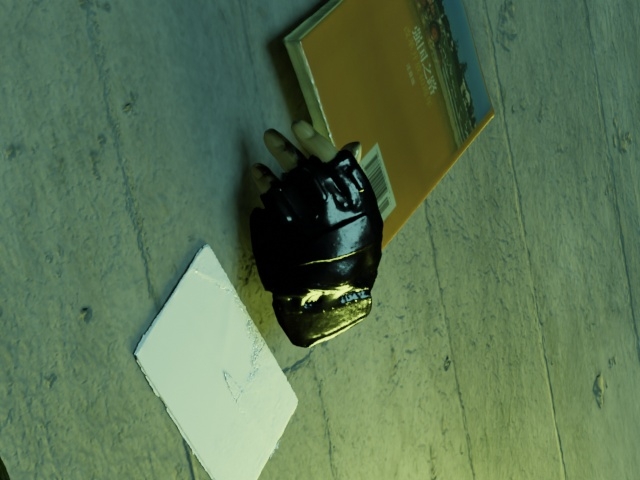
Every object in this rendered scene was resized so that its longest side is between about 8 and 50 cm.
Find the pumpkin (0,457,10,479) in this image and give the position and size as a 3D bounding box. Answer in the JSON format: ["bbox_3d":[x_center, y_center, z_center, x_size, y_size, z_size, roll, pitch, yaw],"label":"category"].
[{"bbox_3d":[-0.332,0.209,1.163,0.303,0.256,0.225,-51,134,-24],"label":"pumpkin"}]

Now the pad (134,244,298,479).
[{"bbox_3d":[-0.095,0.136,1.737,0.156,0.004,0.232,-60,135,-39],"label":"pad"}]

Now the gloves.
[{"bbox_3d":[-0.005,-0.020,1.768,0.164,0.124,0.203,-40,133,-36],"label":"gloves"}]

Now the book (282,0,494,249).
[{"bbox_3d":[0.087,-0.175,1.980,0.374,0.028,0.262,-49,126,-50],"label":"book"}]

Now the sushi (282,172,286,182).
[{"bbox_3d":[0.000,0.000,1.864,0.120,0.026,0.126,14,78,-56],"label":"sushi"}]
